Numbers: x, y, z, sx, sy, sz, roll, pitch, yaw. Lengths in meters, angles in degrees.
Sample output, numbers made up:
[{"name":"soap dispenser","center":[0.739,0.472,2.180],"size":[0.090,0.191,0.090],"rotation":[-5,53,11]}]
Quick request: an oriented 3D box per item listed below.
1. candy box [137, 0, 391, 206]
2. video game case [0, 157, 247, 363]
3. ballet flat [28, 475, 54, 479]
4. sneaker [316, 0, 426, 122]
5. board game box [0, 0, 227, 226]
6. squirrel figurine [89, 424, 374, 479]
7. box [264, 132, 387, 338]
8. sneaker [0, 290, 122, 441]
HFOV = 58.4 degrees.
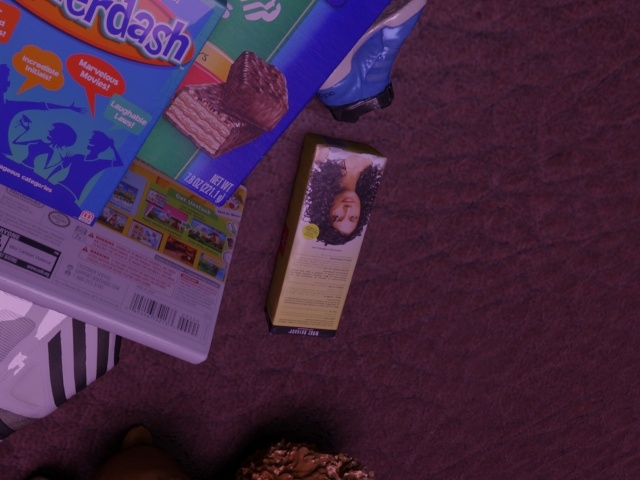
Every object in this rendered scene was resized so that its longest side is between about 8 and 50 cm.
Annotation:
[{"name":"candy box","center":[-0.097,-0.227,0.472],"size":[0.268,0.122,0.317],"rotation":[32,111,-27]},{"name":"video game case","center":[-0.184,-0.019,0.531],"size":[0.227,0.206,0.026],"rotation":[29,140,-28]},{"name":"ballet flat","center":[-0.419,0.446,0.704],"size":[0.123,0.123,0.348],"rotation":[22,109,-24]},{"name":"sneaker","center":[0.060,-0.188,0.600],"size":[0.152,0.058,0.084],"rotation":[-45,133,-8]},{"name":"board game box","center":[-0.190,-0.131,0.416],"size":[0.160,0.047,0.210],"rotation":[28,113,-25]},{"name":"squirrel figurine","center":[-0.120,0.388,0.729],"size":[0.397,0.281,0.370],"rotation":[-29,108,-18]},{"name":"box","center":[0.000,0.000,0.665],"size":[0.087,0.058,0.232],"rotation":[7,112,-18]},{"name":"sneaker","center":[-0.339,-0.022,0.530],"size":[0.257,0.169,0.447],"rotation":[-31,120,-16]}]
